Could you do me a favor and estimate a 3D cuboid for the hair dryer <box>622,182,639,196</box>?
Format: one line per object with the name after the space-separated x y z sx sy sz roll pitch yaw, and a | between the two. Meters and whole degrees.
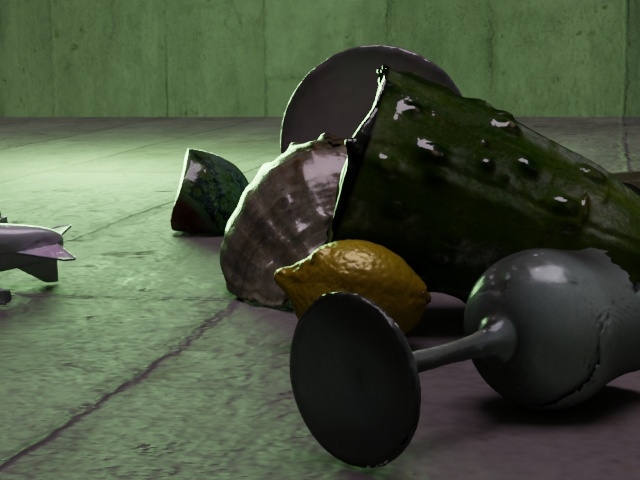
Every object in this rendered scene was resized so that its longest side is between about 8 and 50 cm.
0.176 -0.004 1.117 0.198 0.057 0.100 -8 8 6 | hair dryer

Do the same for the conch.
0.000 0.000 1.003 0.155 0.130 0.207 -32 21 23 | conch

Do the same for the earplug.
0.075 -0.091 1.369 0.172 0.172 0.301 1 2 10 | earplug

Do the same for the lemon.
0.018 0.031 0.806 0.092 0.065 0.065 9 10 6 | lemon

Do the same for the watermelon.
-0.100 -0.038 1.308 0.092 0.084 0.072 35 -30 -21 | watermelon

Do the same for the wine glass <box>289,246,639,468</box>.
0.082 0.047 0.645 0.195 0.079 0.079 -11 13 -43 | wine glass

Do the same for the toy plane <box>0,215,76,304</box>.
-0.266 0.007 1.013 0.171 0.065 0.162 2 19 -13 | toy plane

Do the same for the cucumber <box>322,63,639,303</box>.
0.123 -0.011 0.876 0.244 0.134 0.134 17 8 -4 | cucumber

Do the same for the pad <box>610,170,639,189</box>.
0.352 -0.069 1.658 0.266 0.002 0.176 -6 10 -32 | pad
